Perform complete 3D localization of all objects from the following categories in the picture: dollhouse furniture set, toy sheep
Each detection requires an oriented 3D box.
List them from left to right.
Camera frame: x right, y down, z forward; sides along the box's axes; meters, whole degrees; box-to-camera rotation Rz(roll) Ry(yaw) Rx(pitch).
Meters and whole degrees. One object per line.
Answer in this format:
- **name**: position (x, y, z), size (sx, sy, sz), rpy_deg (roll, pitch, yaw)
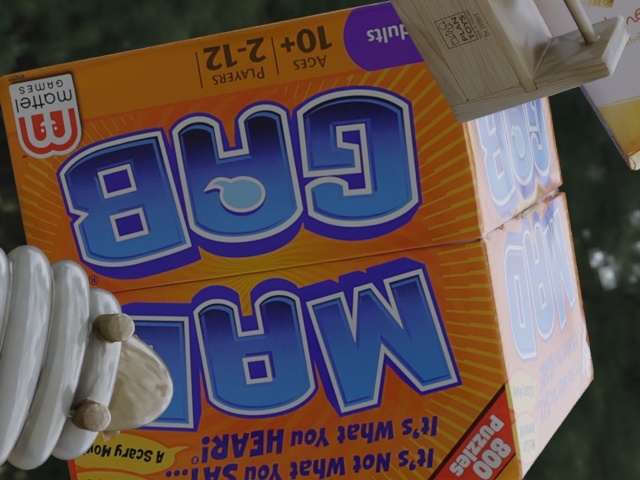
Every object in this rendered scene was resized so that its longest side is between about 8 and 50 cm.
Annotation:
- **toy sheep**: position (-0.116, 0.041, 0.622), size (0.091, 0.132, 0.091), rpy_deg (-162, -90, -73)
- **dollhouse furniture set**: position (0.043, -0.159, 0.749), size (0.183, 0.129, 0.129), rpy_deg (58, 36, -22)

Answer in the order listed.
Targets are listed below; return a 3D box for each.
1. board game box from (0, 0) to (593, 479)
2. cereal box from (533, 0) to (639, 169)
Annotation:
- **board game box**: position (0.000, 0.000, 1.442), size (0.356, 0.356, 0.356), rpy_deg (-25, 106, -71)
- **cereal box**: position (0.256, -0.197, 1.357), size (0.240, 0.173, 0.047), rpy_deg (61, 6, 20)
